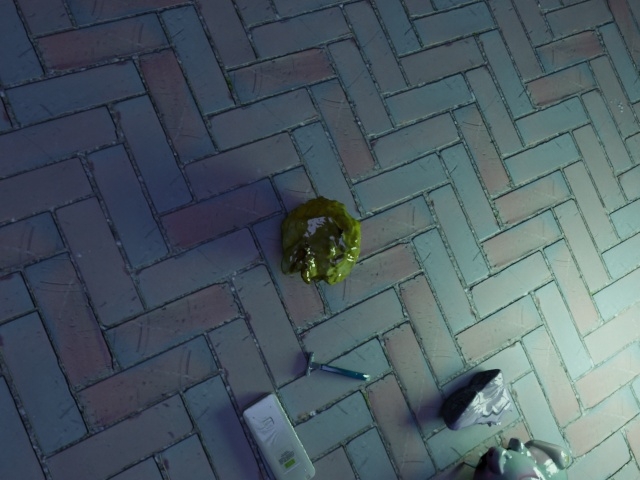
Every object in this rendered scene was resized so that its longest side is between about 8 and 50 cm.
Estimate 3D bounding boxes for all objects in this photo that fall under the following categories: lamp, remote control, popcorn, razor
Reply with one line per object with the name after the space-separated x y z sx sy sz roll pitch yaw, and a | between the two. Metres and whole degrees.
0.549 0.677 1.165 0.300 0.247 0.248 2 86 -37 | lamp
-0.111 0.535 1.089 0.103 0.034 0.250 -29 90 -17 | remote control
0.000 0.000 1.109 0.233 0.192 0.266 39 58 -1 | popcorn
0.056 0.368 1.155 0.191 0.037 0.068 18 77 -12 | razor

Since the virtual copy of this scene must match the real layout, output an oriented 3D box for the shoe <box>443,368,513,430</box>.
0.476 0.501 1.221 0.245 0.095 0.138 -30 88 -23 | shoe
